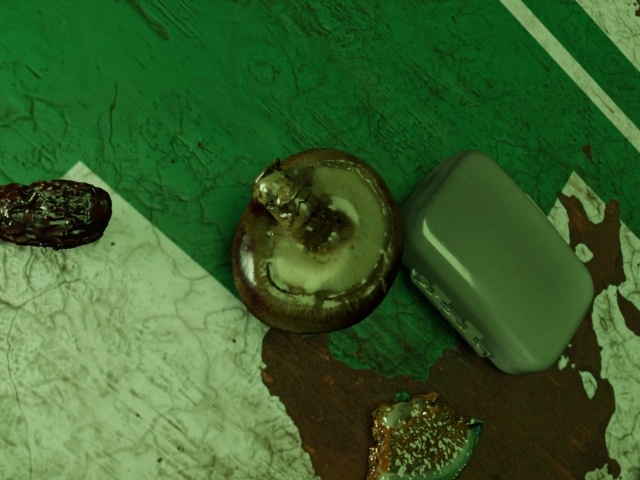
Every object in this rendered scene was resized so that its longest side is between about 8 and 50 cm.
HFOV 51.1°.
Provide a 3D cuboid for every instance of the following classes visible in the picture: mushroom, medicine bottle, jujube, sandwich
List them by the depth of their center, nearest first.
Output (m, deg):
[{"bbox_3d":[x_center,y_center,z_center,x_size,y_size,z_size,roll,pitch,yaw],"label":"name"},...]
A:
[{"bbox_3d":[-0.362,-0.034,0.885,0.166,0.104,0.104,0,77,-15],"label":"jujube"},{"bbox_3d":[-0.011,-0.002,1.009,0.278,0.163,0.297,42,63,-20],"label":"mushroom"},{"bbox_3d":[0.170,0.325,1.056,0.235,0.079,0.159,-7,80,-27],"label":"sandwich"},{"bbox_3d":[0.304,0.037,1.168,0.375,0.123,0.282,47,61,-8],"label":"medicine bottle"}]
